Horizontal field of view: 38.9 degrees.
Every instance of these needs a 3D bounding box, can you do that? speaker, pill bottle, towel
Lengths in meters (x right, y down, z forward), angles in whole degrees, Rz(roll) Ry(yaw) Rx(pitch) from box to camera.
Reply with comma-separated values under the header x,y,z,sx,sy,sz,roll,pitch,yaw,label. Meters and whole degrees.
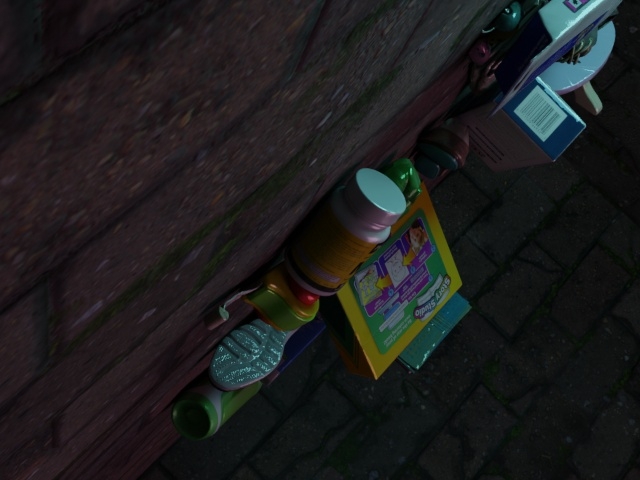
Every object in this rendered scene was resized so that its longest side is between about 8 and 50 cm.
x,y,z,sx,sy,sz,roll,pitch,yaw,label
-0.246,0.376,2.222,0.131,0.131,0.296,-48,174,25,speaker
0.040,-0.014,1.493,0.208,0.119,0.119,-49,174,34,pill bottle
0.355,-0.362,1.705,0.187,0.049,0.282,-45,176,5,towel
0.166,0.135,2.271,0.271,0.370,0.040,-42,162,-32,towel

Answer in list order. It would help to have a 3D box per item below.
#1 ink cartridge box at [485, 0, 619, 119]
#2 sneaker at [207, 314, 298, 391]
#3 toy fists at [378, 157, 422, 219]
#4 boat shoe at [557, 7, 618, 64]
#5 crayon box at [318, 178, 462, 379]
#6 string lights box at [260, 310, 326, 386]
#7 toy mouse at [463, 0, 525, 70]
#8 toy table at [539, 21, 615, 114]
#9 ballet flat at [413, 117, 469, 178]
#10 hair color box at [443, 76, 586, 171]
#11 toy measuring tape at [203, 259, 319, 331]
x,y,z,sx,sy,sz,roll,pitch,yaw,label
0.406,-0.358,1.517,0.371,0.069,0.176,-42,172,-26,ink cartridge box
-0.148,0.248,2.011,0.321,0.124,0.180,-41,172,-41,sneaker
0.130,-0.079,1.848,0.142,0.096,0.279,-45,174,-17,toy fists
0.565,-0.471,2.045,0.355,0.130,0.132,-43,174,-25,boat shoe
0.149,0.083,2.097,0.106,0.313,0.363,9,-138,46,crayon box
-0.087,0.224,2.261,0.259,0.133,0.077,-43,174,-23,string lights box
0.283,-0.329,1.453,0.161,0.031,0.143,-48,175,21,toy mouse
0.624,-0.439,2.303,0.274,0.252,0.161,-33,157,-8,toy table
0.268,-0.210,1.977,0.106,0.107,0.316,-54,-176,-4,ballet flat
0.396,-0.246,1.900,0.105,0.174,0.347,-46,-173,-6,hair color box
-0.080,0.114,1.511,0.121,0.121,0.330,-48,175,25,toy measuring tape
